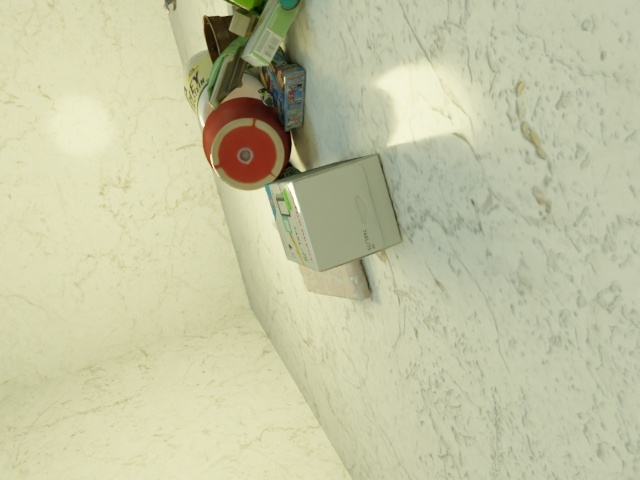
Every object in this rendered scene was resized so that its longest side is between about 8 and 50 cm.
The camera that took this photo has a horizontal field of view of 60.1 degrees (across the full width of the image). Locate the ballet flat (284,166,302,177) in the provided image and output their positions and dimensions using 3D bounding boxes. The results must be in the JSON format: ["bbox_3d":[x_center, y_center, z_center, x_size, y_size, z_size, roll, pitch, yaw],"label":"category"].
[{"bbox_3d":[-0.046,-0.142,1.631,0.188,0.070,0.070,61,164,3],"label":"ballet flat"}]

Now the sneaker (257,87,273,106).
[{"bbox_3d":[-0.147,-0.390,1.531,0.035,0.031,0.083,69,176,-49],"label":"sneaker"}]

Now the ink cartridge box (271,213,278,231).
[{"bbox_3d":[-0.082,-0.046,1.545,0.122,0.052,0.088,48,148,29],"label":"ink cartridge box"}]

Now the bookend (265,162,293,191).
[{"bbox_3d":[-0.139,-0.204,1.860,0.156,0.072,0.157,-126,22,-46],"label":"bookend"}]

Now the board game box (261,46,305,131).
[{"bbox_3d":[-0.095,-0.425,1.472,0.194,0.060,0.194,116,134,-67],"label":"board game box"}]

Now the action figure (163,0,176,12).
[{"bbox_3d":[-0.350,-0.801,1.502,0.370,0.248,0.276,22,141,54],"label":"action figure"}]

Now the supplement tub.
[{"bbox_3d":[-0.327,-0.495,1.862,0.325,0.235,0.235,-126,23,-47],"label":"supplement tub"}]

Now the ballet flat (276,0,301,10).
[{"bbox_3d":[-0.075,-0.618,1.184,0.073,0.080,0.232,-88,-8,-63],"label":"ballet flat"}]

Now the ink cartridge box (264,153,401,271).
[{"bbox_3d":[0.018,-0.064,1.237,0.270,0.197,0.198,-169,61,-72],"label":"ink cartridge box"}]

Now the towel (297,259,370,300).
[{"bbox_3d":[0.000,0.000,1.546,0.317,0.053,0.332,-2,110,62],"label":"towel"}]

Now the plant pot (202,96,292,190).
[{"bbox_3d":[-0.207,-0.260,1.565,0.243,0.275,0.275,-111,7,-70],"label":"plant pot"}]

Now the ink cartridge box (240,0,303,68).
[{"bbox_3d":[-0.135,-0.507,1.346,0.171,0.056,0.235,-62,26,3],"label":"ink cartridge box"}]

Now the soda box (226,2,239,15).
[{"bbox_3d":[-0.249,-0.693,1.694,0.183,0.058,0.063,90,156,-51],"label":"soda box"}]

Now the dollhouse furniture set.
[{"bbox_3d":[-0.248,-0.514,1.374,0.301,0.151,0.197,-61,2,34],"label":"dollhouse furniture set"}]

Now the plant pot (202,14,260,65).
[{"bbox_3d":[-0.231,-0.569,1.575,0.167,0.165,0.167,162,90,-74],"label":"plant pot"}]
